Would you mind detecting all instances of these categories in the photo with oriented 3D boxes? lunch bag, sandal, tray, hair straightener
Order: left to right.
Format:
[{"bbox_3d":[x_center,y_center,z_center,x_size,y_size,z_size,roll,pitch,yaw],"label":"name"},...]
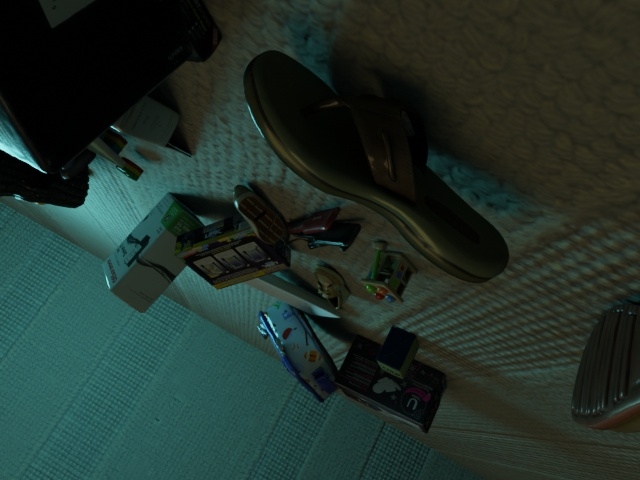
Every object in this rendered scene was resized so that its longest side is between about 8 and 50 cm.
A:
[{"bbox_3d":[-0.088,0.114,1.182,0.270,0.030,0.145,29,163,-25],"label":"tray"},{"bbox_3d":[-0.047,0.297,1.355,0.243,0.115,0.303,54,176,36],"label":"lunch bag"},{"bbox_3d":[0.000,0.000,0.802,0.089,0.047,0.230,37,159,-18],"label":"hair straightener"},{"bbox_3d":[0.069,-0.077,0.464,0.302,0.120,0.086,33,133,-14],"label":"sandal"}]

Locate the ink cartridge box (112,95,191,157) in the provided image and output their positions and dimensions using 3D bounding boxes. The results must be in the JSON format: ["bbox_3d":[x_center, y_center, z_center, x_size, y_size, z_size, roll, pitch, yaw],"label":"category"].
[{"bbox_3d":[-0.327,-0.216,0.724,0.275,0.060,0.239,28,-175,5],"label":"ink cartridge box"}]

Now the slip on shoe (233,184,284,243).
[{"bbox_3d":[-0.105,-0.043,0.854,0.041,0.051,0.135,54,-176,39],"label":"slip on shoe"}]

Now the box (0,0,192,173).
[{"bbox_3d":[-0.277,-0.247,0.332,0.294,0.183,0.296,23,147,16],"label":"box"}]

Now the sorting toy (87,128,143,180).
[{"bbox_3d":[-0.407,-0.200,0.865,0.132,0.046,0.274,28,168,17],"label":"sorting toy"}]

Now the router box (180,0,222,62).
[{"bbox_3d":[-0.162,-0.230,0.483,0.092,0.038,0.122,17,156,30],"label":"router box"}]

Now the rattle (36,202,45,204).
[{"bbox_3d":[-0.679,-0.147,1.274,0.199,0.143,0.130,6,168,37],"label":"rattle"}]

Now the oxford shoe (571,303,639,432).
[{"bbox_3d":[0.364,0.133,0.493,0.146,0.141,0.397,18,160,11],"label":"oxford shoe"}]

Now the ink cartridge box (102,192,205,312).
[{"bbox_3d":[-0.334,0.021,1.035,0.087,0.208,0.153,44,174,-34],"label":"ink cartridge box"}]

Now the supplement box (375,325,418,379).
[{"bbox_3d":[0.169,0.246,1.110,0.056,0.083,0.083,21,160,26],"label":"supplement box"}]

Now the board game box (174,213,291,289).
[{"bbox_3d":[-0.162,0.021,0.962,0.170,0.048,0.141,-17,141,18],"label":"board game box"}]

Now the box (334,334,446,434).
[{"bbox_3d":[0.184,0.379,1.328,0.247,0.142,0.163,21,158,25],"label":"box"}]

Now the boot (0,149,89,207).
[{"bbox_3d":[-0.661,-0.214,1.077,0.260,0.348,0.131,-3,151,-48],"label":"boot"}]

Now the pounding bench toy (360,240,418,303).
[{"bbox_3d":[0.093,0.048,0.762,0.052,0.065,0.083,6,149,49],"label":"pounding bench toy"}]

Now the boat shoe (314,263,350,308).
[{"bbox_3d":[0.020,0.094,1.007,0.050,0.045,0.135,15,156,35],"label":"boat shoe"}]

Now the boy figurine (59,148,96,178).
[{"bbox_3d":[-0.545,-0.239,0.919,0.177,0.092,0.285,39,167,38],"label":"boy figurine"}]
